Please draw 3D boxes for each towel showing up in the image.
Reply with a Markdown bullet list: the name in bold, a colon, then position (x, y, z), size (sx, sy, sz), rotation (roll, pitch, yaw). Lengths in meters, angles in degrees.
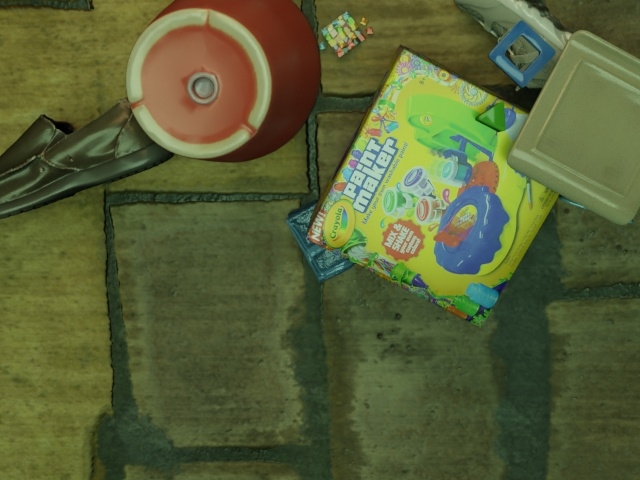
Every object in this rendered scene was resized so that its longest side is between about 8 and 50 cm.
- **towel**: position (0.000, 0.000, 1.526), size (0.067, 0.029, 0.119), rotation (-26, 99, 12)

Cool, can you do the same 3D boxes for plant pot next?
- **plant pot**: position (-0.143, -0.227, 1.376), size (0.275, 0.243, 0.275), rotation (1, 104, 6)

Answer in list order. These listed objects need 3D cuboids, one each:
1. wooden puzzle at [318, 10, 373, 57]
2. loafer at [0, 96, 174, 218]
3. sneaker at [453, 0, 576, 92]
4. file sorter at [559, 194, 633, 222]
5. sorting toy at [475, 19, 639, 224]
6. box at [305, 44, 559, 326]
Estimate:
- **wooden puzzle**: position (0.034, -0.303, 1.452), size (0.083, 0.006, 0.049), rotation (-36, 95, 6)
- **loafer**: position (-0.407, -0.126, 1.503), size (0.366, 0.134, 0.130), rotation (-19, 97, 1)
- **sneaker**: position (0.282, -0.262, 1.353), size (0.281, 0.105, 0.115), rotation (41, 115, 24)
- **file sorter**: position (0.419, -0.124, 1.405), size (0.118, 0.104, 0.170), rotation (19, 105, 1)
- **sorting toy**: position (0.359, -0.143, 1.268), size (0.347, 0.047, 0.196), rotation (28, 93, -2)
- **box**: position (0.169, -0.083, 1.398), size (0.279, 0.177, 0.290), rotation (26, 103, -3)
